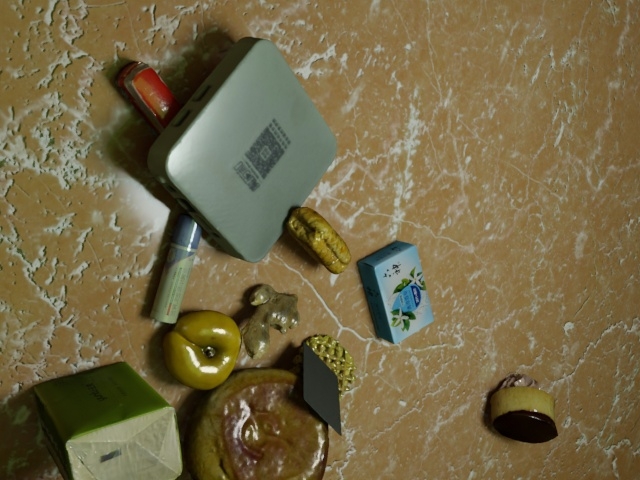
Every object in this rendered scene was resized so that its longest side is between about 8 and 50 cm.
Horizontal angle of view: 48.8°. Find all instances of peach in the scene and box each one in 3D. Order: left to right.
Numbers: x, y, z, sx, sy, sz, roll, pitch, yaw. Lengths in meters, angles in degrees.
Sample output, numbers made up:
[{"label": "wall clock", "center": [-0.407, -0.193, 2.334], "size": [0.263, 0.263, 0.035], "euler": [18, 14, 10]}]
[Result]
[{"label": "peach", "center": [-0.259, 0.236, 1.551], "size": [0.179, 0.103, 0.179], "euler": [-1, 91, -27]}]

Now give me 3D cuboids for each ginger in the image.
[{"label": "ginger", "center": [-0.109, 0.186, 1.621], "size": [0.133, 0.059, 0.214], "euler": [31, 44, -23]}]

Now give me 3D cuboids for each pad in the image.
[{"label": "pad", "center": [0.003, 0.341, 1.640], "size": [0.003, 0.211, 0.143], "euler": [-35, 113, 15]}]

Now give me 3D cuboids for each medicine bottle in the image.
[{"label": "medicine bottle", "center": [-0.306, 0.059, 1.512], "size": [0.059, 0.059, 0.231], "euler": [15, 91, -34]}]

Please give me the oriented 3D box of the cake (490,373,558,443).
[{"label": "cake", "center": [0.621, 0.495, 2.139], "size": [0.185, 0.207, 0.178], "euler": [92, 16, -51]}]

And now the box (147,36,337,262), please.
[{"label": "box", "center": [-0.152, -0.184, 1.507], "size": [0.373, 0.090, 0.367], "euler": [-54, 135, -17]}]

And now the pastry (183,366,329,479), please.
[{"label": "pastry", "center": [-0.137, 0.458, 1.596], "size": [0.355, 0.164, 0.356], "euler": [3, 72, -8]}]

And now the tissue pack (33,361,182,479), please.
[{"label": "tissue pack", "center": [-0.417, 0.366, 1.370], "size": [0.200, 0.274, 0.168], "euler": [-13, 106, -31]}]

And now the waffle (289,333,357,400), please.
[{"label": "waffle", "center": [0.009, 0.324, 1.775], "size": [0.149, 0.051, 0.194], "euler": [-49, 120, -19]}]

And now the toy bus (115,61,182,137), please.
[{"label": "toy bus", "center": [-0.331, -0.278, 1.419], "size": [0.079, 0.077, 0.174], "euler": [-45, 120, -18]}]

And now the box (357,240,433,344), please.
[{"label": "box", "center": [0.199, 0.135, 1.845], "size": [0.142, 0.083, 0.232], "euler": [-26, 114, -26]}]

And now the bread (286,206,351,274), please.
[{"label": "bread", "center": [0.000, 0.000, 1.631], "size": [0.083, 0.114, 0.211], "euler": [-46, 152, -1]}]
